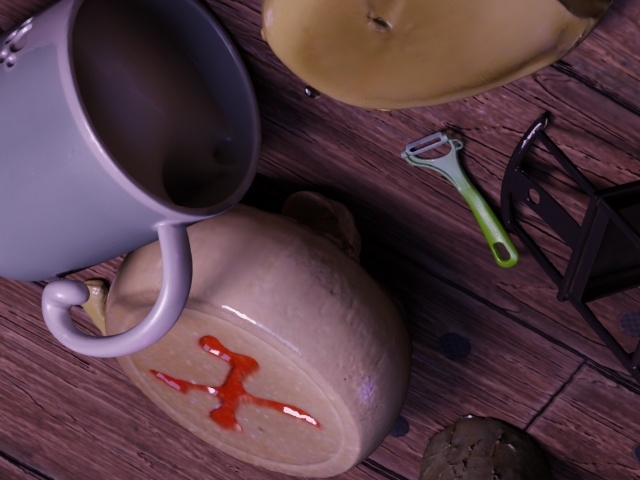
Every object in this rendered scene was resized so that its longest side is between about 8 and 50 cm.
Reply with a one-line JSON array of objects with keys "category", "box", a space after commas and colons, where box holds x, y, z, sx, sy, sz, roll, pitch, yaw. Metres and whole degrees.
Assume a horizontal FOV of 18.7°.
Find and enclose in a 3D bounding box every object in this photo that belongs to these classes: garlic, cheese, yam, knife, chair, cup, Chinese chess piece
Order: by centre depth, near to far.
[{"category": "cheese", "box": [0.082, -0.228, 1.796, 0.316, 0.128, 0.259, -22, 119, 35]}, {"category": "chair", "box": [0.305, 0.002, 1.902, 0.260, 0.141, 0.154, 53, 144, 36]}, {"category": "cup", "box": [-0.234, -0.054, 1.921, 0.274, 0.259, 0.356, -22, 73, 37]}, {"category": "knife", "box": [0.155, -0.042, 1.982, 0.078, 0.022, 0.166, -18, 115, 50]}, {"category": "garlic", "box": [0.005, -0.002, 2.042, 0.094, 0.074, 0.113, -6, 119, 34]}, {"category": "Chinese chess piece", "box": [-0.065, 0.107, 2.057, 0.338, 0.140, 0.338, 23, 150, 14]}, {"category": "yam", "box": [0.172, 0.351, 2.131, 0.168, 0.304, 0.168, 5, 134, 5]}, {"category": "cheese", "box": [-0.246, 0.080, 2.230, 0.044, 0.030, 0.083, -22, 112, 40]}]
